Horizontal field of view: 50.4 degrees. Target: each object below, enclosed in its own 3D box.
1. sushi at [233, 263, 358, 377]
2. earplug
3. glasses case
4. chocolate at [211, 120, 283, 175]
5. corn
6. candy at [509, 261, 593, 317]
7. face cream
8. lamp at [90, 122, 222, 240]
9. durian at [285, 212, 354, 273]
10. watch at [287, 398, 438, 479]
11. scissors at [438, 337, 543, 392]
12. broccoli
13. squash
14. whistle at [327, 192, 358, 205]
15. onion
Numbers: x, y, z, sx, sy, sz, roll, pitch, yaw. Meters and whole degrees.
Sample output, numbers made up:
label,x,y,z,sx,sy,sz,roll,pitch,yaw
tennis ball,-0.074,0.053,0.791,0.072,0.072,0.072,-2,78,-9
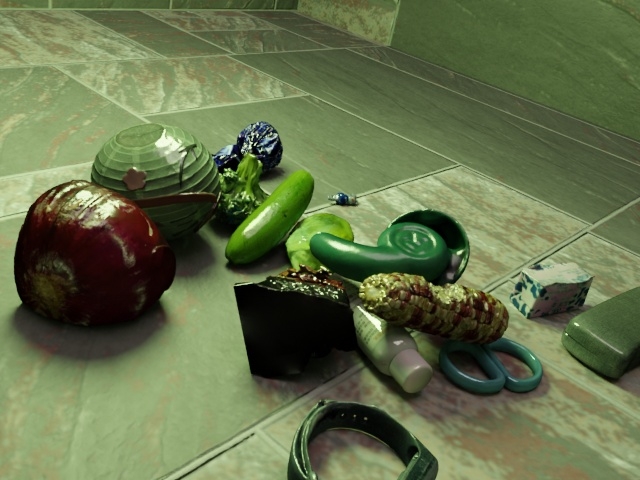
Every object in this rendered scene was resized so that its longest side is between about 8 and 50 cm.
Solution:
label,x,y,z,sx,sy,sz,roll,pitch,yaw
sushi,-0.031,0.116,1.110,0.172,0.153,0.150,-9,9,5
earplug,0.147,0.039,1.246,0.280,0.257,0.164,42,23,-60
glasses case,0.608,0.172,1.336,0.323,0.074,0.131,-13,36,-39
chocolate,-0.200,-0.183,1.618,0.126,0.148,0.343,57,27,-10
corn,0.192,0.110,1.131,0.289,0.098,0.098,17,23,-30
candy,0.478,0.100,1.401,0.160,0.092,0.073,-5,34,-28
face cream,0.092,0.153,1.153,0.081,0.082,0.269,-5,33,-30
lamp,-0.314,-0.107,1.321,0.265,0.233,0.233,-5,25,14
durian,0.000,0.000,1.375,0.139,0.101,0.250,13,23,3
watch,0.046,0.296,0.890,0.192,0.068,0.206,20,25,22
scissors,0.244,0.132,1.307,0.192,0.029,0.447,1,30,-22
broccoli,-0.168,-0.107,1.447,0.167,0.160,0.154,30,7,14
squash,-0.091,-0.049,1.388,0.082,0.082,0.292,24,49,20
whistle,0.055,-0.105,1.668,0.083,0.029,0.033,3,61,-26
onion,-0.354,0.017,1.101,0.206,0.207,0.216,17,34,15
